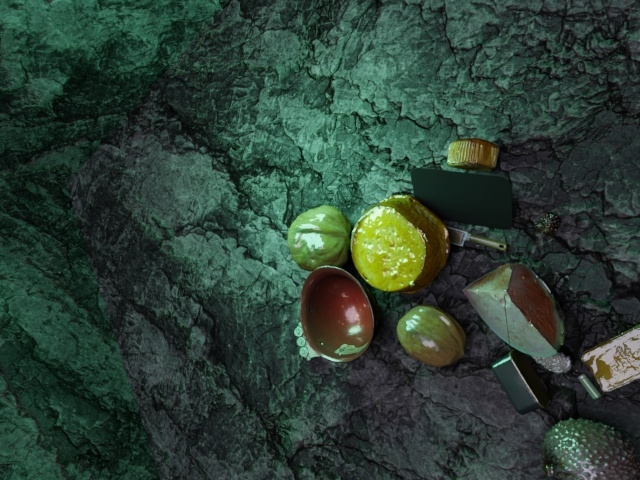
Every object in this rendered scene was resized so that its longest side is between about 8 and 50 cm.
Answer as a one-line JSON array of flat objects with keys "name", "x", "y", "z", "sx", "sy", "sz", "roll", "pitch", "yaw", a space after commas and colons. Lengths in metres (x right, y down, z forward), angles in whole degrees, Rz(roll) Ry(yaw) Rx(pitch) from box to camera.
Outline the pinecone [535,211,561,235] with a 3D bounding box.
[{"name": "pinecone", "x": 0.790, "y": -0.059, "z": 1.691, "sx": 0.077, "sy": 0.077, "sz": 0.083, "roll": 39, "pitch": 82, "yaw": 28}]

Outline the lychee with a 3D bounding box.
[{"name": "lychee", "x": 0.827, "y": 0.695, "z": 1.498, "sx": 0.300, "sy": 0.300, "sz": 0.300, "roll": -2, "pitch": 87, "yaw": 32}]

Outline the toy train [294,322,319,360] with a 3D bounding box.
[{"name": "toy train", "x": -0.045, "y": 0.446, "z": 2.203, "sx": 0.118, "sy": 0.074, "sz": 0.176, "roll": -20, "pitch": 72, "yaw": 20}]

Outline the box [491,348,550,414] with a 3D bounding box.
[{"name": "box", "x": 0.688, "y": 0.487, "z": 1.689, "sx": 0.090, "sy": 0.144, "sz": 0.201, "roll": -39, "pitch": 69, "yaw": 29}]

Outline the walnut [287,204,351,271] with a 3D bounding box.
[{"name": "walnut", "x": -0.001, "y": 0.002, "z": 2.079, "sx": 0.277, "sy": 0.282, "sz": 0.253, "roll": -8, "pitch": 123, "yaw": 37}]

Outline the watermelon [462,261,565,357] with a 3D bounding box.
[{"name": "watermelon", "x": 0.696, "y": 0.215, "z": 1.669, "sx": 0.222, "sy": 0.319, "sz": 0.292, "roll": -37, "pitch": 84, "yaw": -12}]

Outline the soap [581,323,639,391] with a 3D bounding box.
[{"name": "soap", "x": 0.972, "y": 0.370, "z": 1.552, "sx": 0.233, "sy": 0.076, "sz": 0.135, "roll": -37, "pitch": 70, "yaw": 25}]

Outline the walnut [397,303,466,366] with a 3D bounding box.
[{"name": "walnut", "x": 0.416, "y": 0.356, "z": 1.821, "sx": 0.261, "sy": 0.225, "sz": 0.225, "roll": 24, "pitch": 101, "yaw": 32}]

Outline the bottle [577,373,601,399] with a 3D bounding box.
[{"name": "bottle", "x": 0.893, "y": 0.485, "z": 1.623, "sx": 0.030, "sy": 0.030, "sz": 0.083, "roll": -42, "pitch": 66, "yaw": 24}]

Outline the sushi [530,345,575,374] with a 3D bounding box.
[{"name": "sushi", "x": 0.784, "y": 0.391, "z": 1.669, "sx": 0.150, "sy": 0.078, "sz": 0.090, "roll": 29, "pitch": 109, "yaw": 29}]

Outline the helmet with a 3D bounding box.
[{"name": "helmet", "x": 0.107, "y": 0.293, "z": 2.012, "sx": 0.337, "sy": 0.230, "sz": 0.385, "roll": -32, "pitch": 72, "yaw": 28}]

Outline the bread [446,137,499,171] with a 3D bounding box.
[{"name": "bread", "x": 0.555, "y": -0.312, "z": 1.780, "sx": 0.132, "sy": 0.190, "sz": 0.114, "roll": 3, "pitch": 84, "yaw": 60}]

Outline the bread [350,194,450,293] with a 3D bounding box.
[{"name": "bread", "x": 0.297, "y": 0.019, "z": 1.911, "sx": 0.398, "sy": 0.215, "sz": 0.398, "roll": 6, "pitch": 99, "yaw": 38}]

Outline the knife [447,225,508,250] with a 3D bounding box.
[{"name": "knife", "x": 0.540, "y": -0.008, "z": 1.872, "sx": 0.343, "sy": 0.027, "sz": 0.061, "roll": 19, "pitch": 102, "yaw": 32}]

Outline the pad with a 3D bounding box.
[{"name": "pad", "x": 0.521, "y": -0.197, "z": 1.799, "sx": 0.375, "sy": 0.315, "sz": 0.063, "roll": 13, "pitch": 50, "yaw": 32}]
